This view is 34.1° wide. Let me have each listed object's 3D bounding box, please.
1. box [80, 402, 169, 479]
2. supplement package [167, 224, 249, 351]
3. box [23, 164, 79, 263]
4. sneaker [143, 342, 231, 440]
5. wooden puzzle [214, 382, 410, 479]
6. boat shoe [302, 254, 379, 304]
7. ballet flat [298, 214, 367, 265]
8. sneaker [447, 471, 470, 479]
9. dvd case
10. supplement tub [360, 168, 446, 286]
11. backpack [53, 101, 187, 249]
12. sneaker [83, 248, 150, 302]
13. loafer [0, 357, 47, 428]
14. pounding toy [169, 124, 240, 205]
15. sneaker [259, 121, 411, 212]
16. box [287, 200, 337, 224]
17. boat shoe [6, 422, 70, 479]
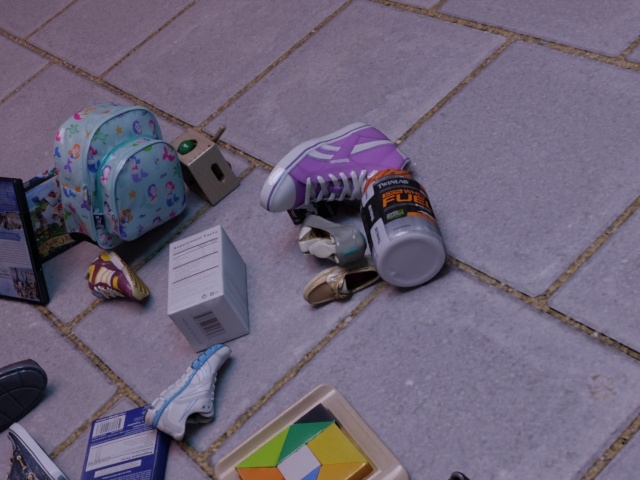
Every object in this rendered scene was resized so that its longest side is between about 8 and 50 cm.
[{"bbox_3d":[-0.304,0.357,1.600,0.136,0.037,0.225,-17,38,16],"label":"box"},{"bbox_3d":[-0.191,0.080,1.778,0.105,0.105,0.179,-21,39,11],"label":"supplement package"},{"bbox_3d":[-0.508,-0.074,2.101,0.233,0.159,0.044,-30,36,1],"label":"box"},{"bbox_3d":[-0.191,0.243,1.645,0.083,0.071,0.191,36,52,8],"label":"sneaker"},{"bbox_3d":[-0.021,0.322,1.455,0.221,0.044,0.238,-36,39,-8],"label":"wooden puzzle"},{"bbox_3d":[0.035,0.068,1.692,0.135,0.050,0.045,-29,33,1],"label":"boat shoe"},{"bbox_3d":[0.000,0.000,1.731,0.068,0.072,0.213,-24,16,-23],"label":"ballet flat"},{"bbox_3d":[0.138,0.353,1.305,0.061,0.065,0.158,14,56,41],"label":"sneaker"},{"bbox_3d":[-0.617,-0.003,2.036,0.180,0.253,0.022,6,22,35],"label":"dvd case"},{"bbox_3d":[0.128,-0.026,1.683,0.117,0.117,0.190,-23,39,9],"label":"supplement tub"},{"bbox_3d":[-0.381,-0.129,1.970,0.191,0.254,0.225,8,28,38],"label":"backpack"},{"bbox_3d":[-0.380,0.084,1.932,0.084,0.069,0.185,-44,34,-5],"label":"sneaker"},{"bbox_3d":[-0.615,0.296,1.814,0.302,0.109,0.095,-38,35,-5],"label":"loafer"},{"bbox_3d":[-0.223,-0.161,2.032,0.100,0.141,0.130,-41,40,-14],"label":"pounding toy"},{"bbox_3d":[0.039,-0.103,1.786,0.282,0.102,0.161,-32,58,-31],"label":"sneaker"},{"bbox_3d":[-0.016,-0.074,1.878,0.083,0.052,0.062,-12,41,19],"label":"box"},{"bbox_3d":[-0.478,0.365,1.679,0.083,0.065,0.183,-42,41,-17],"label":"boat shoe"}]
